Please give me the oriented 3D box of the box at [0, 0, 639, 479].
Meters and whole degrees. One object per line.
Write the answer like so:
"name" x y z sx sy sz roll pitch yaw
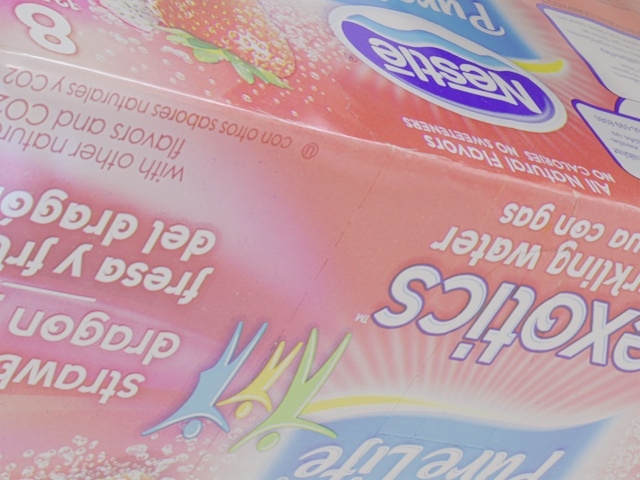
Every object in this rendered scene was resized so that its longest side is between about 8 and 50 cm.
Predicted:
"box" 0.000 0.000 0.471 0.142 0.300 0.154 -58 -138 25
